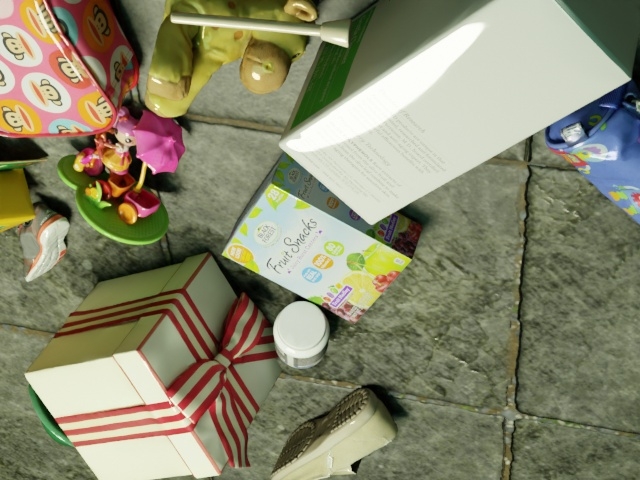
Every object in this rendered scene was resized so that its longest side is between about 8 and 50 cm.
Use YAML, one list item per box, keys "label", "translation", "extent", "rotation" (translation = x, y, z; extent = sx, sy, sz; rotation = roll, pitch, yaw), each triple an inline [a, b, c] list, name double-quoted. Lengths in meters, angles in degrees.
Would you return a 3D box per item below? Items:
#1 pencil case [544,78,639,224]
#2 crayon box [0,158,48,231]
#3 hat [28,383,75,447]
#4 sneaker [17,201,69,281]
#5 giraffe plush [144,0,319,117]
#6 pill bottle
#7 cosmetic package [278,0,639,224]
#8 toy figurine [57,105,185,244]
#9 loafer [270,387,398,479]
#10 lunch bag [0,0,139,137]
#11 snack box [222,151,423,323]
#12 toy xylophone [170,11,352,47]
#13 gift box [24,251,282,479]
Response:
- label: "pencil case"
  translation: [0.386, -0.072, 1.505]
  extent: [0.306, 0.119, 0.133]
  rotation: [36, 159, -19]
- label: "crayon box"
  translation: [-0.538, -0.031, 1.846]
  extent: [0.318, 0.202, 0.081]
  rotation: [-19, 84, 36]
- label: "hat"
  translation: [-0.421, 0.305, 2.157]
  extent: [0.183, 0.208, 0.173]
  rotation: [-44, 74, 27]
- label: "sneaker"
  translation: [-0.403, -0.003, 1.946]
  extent: [0.065, 0.061, 0.158]
  rotation: [46, 138, 12]
- label: "giraffe plush"
  translation: [-0.094, -0.229, 1.520]
  extent: [0.170, 0.181, 0.210]
  rotation: [12, 104, -7]
- label: "pill bottle"
  translation: [-0.026, 0.129, 1.874]
  extent: [0.078, 0.078, 0.137]
  rotation: [17, 166, 3]
- label: "cosmetic package"
  translation: [0.148, -0.190, 1.416]
  extent: [0.155, 0.197, 0.365]
  rotation: [40, 133, -20]
- label: "toy figurine"
  translation: [-0.242, -0.109, 1.742]
  extent: [0.173, 0.130, 0.159]
  rotation: [41, 126, 13]
- label: "loafer"
  translation: [0.019, 0.322, 2.084]
  extent: [0.092, 0.102, 0.268]
  rotation: [39, 135, -12]
- label: "lunch bag"
  translation: [-0.377, -0.253, 1.606]
  extent: [0.258, 0.120, 0.293]
  rotation: [-2, 135, 24]
- label: "snack box"
  translation: [0.000, 0.000, 1.770]
  extent: [0.207, 0.070, 0.174]
  rotation: [28, 139, -8]
- label: "toy xylophone"
  translation: [-0.050, -0.323, 1.360]
  extent: [0.323, 0.081, 0.236]
  rotation: [12, 104, 9]
- label: "gift box"
  translation: [-0.206, 0.192, 1.924]
  extent: [0.258, 0.255, 0.276]
  rotation: [-14, 123, 35]
